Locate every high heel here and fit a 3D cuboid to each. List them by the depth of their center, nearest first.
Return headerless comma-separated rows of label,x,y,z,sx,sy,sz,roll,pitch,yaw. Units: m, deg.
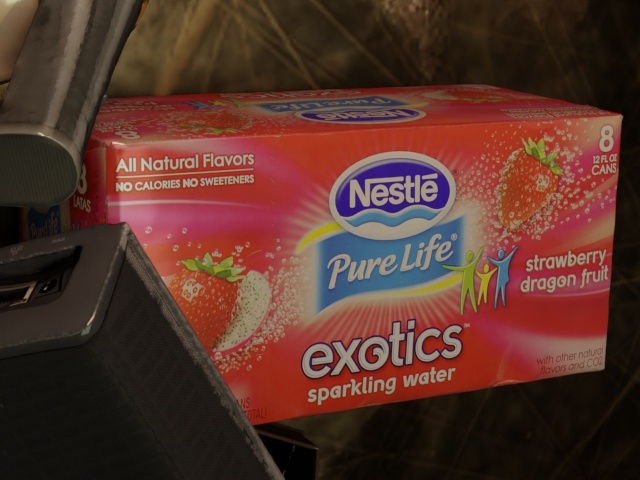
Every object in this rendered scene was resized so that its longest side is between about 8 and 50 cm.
high heel,-0.201,-0.099,0.575,0.261,0.186,0.093,9,133,-1

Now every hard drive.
hard drive,-0.150,0.102,0.558,0.255,0.054,0.172,-19,117,20

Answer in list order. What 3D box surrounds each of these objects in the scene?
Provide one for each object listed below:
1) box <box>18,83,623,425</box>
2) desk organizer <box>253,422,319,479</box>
box,0.000,0.000,0.661,0.257,0.123,0.128,-5,104,-28
desk organizer,-0.057,0.105,0.696,0.130,0.050,0.047,21,91,-31
